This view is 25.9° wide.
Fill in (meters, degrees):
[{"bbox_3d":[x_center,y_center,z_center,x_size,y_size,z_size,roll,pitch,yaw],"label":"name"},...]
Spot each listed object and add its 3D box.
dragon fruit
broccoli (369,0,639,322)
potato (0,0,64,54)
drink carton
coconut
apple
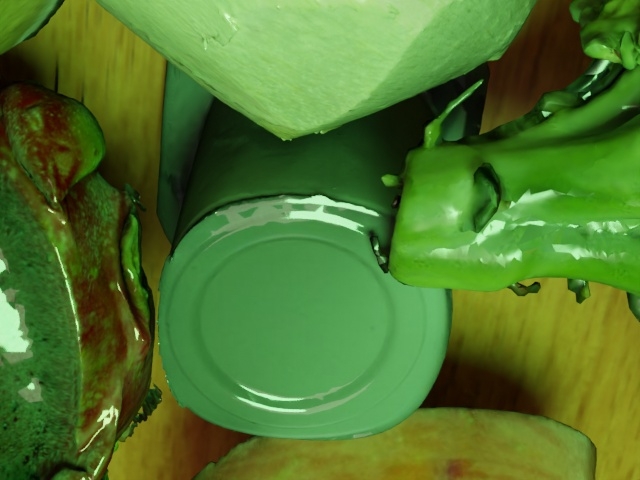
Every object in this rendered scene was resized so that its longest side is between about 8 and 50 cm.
[{"bbox_3d":[-0.194,0.034,0.756,0.268,0.130,0.295,33,133,19],"label":"dragon fruit"},{"bbox_3d":[0.173,-0.018,0.570,0.272,0.180,0.243,-12,107,-12],"label":"broccoli"},{"bbox_3d":[-0.301,-0.124,0.529,0.397,0.296,0.290,9,132,38],"label":"potato"},{"bbox_3d":[0.000,0.000,0.744,0.185,0.190,0.191,6,119,-6],"label":"drink carton"},{"bbox_3d":[0.004,-0.159,0.634,0.230,0.227,0.227,39,114,-12],"label":"coconut"},{"bbox_3d":[0.049,0.231,0.812,0.251,0.163,0.293,-9,148,4],"label":"apple"}]
